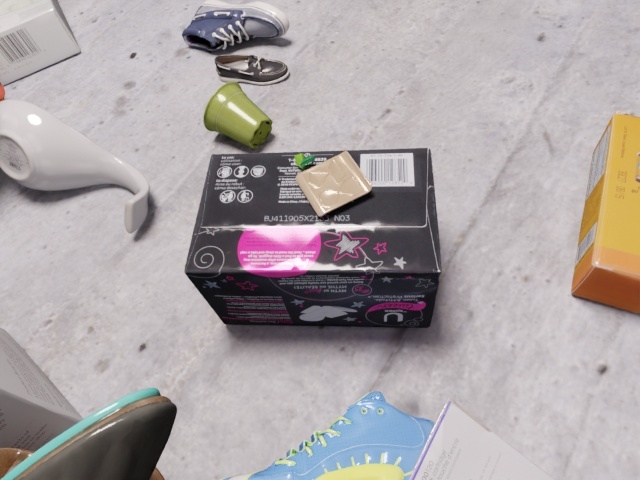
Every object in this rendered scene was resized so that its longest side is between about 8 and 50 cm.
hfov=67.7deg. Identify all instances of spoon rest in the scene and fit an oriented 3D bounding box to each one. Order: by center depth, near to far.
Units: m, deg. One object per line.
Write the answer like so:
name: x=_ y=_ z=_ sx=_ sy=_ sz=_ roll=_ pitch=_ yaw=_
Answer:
spoon rest: x=-0.356 y=-0.105 z=0.682 sx=0.276 sy=0.137 sz=0.084 roll=27 pitch=36 yaw=9

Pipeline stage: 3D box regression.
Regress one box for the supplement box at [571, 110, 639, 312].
supplement box: x=0.357 y=-0.040 z=0.556 sx=0.078 sy=0.080 sz=0.233 roll=17 pitch=64 yaw=17

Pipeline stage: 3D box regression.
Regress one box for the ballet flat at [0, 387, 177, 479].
ballet flat: x=-0.195 y=0.203 z=0.289 sx=0.280 sy=0.095 sz=0.096 roll=-33 pitch=69 yaw=0

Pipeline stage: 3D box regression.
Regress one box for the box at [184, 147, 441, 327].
box: x=0.000 y=0.000 z=0.543 sx=0.247 sy=0.142 sz=0.163 roll=0 pitch=58 yaw=7

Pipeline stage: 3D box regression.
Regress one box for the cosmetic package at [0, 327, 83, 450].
cosmetic package: x=-0.396 y=0.112 z=0.398 sx=0.197 sy=0.365 sz=0.155 roll=33 pitch=68 yaw=25

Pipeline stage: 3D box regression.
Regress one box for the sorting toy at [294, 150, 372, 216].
sorting toy: x=0.007 y=-0.067 z=0.492 sx=0.062 sy=0.012 sz=0.083 roll=-29 pitch=62 yaw=-5

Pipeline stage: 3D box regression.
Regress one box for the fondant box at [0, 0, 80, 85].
fondant box: x=-0.638 y=-0.439 z=0.928 sx=0.238 sy=0.096 sz=0.330 roll=-29 pitch=58 yaw=-10

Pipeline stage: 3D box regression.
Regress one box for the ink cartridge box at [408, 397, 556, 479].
ink cartridge box: x=0.120 y=0.263 z=0.364 sx=0.208 sy=0.045 sz=0.206 roll=39 pitch=67 yaw=-10

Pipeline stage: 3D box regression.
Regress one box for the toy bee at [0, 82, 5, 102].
toy bee: x=-0.666 y=-0.210 z=0.733 sx=0.195 sy=0.162 sz=0.298 roll=-19 pitch=30 yaw=34

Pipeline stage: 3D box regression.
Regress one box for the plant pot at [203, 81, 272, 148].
plant pot: x=-0.117 y=-0.179 z=0.712 sx=0.079 sy=0.083 sz=0.083 roll=37 pitch=70 yaw=13

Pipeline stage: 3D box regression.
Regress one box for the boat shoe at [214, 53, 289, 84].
boat shoe: x=-0.116 y=-0.290 z=0.796 sx=0.125 sy=0.038 sz=0.046 roll=7 pitch=60 yaw=12

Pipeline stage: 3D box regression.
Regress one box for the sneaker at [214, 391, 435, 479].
sneaker: x=0.011 y=0.211 z=0.450 sx=0.240 sy=0.091 sz=0.126 roll=5 pitch=49 yaw=-4

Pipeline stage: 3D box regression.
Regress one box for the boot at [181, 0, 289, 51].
boot: x=-0.150 y=-0.366 z=0.839 sx=0.190 sy=0.069 sz=0.086 roll=17 pitch=70 yaw=27

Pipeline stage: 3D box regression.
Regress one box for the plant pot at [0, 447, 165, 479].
plant pot: x=-0.235 y=0.255 z=0.407 sx=0.167 sy=0.165 sz=0.167 roll=-3 pitch=59 yaw=5
